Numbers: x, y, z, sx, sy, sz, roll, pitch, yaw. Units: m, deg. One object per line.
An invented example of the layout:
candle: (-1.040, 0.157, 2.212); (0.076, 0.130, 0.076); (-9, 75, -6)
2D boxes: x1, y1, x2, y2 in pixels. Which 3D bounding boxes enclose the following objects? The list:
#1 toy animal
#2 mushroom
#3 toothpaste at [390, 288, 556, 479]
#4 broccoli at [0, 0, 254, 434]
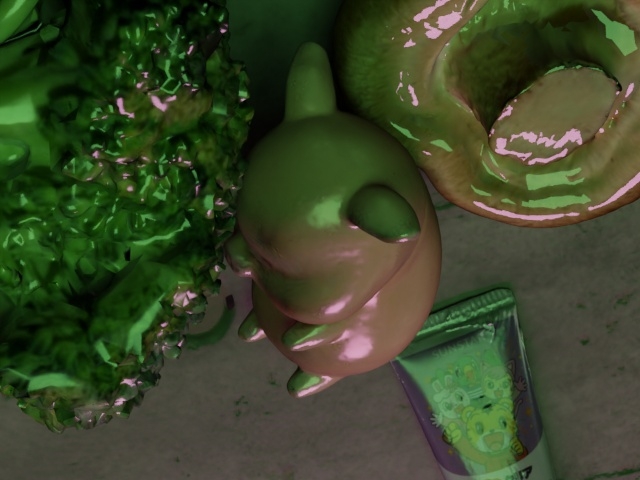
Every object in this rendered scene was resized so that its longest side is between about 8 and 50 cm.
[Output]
toy animal: (0.011, 0.003, 1.195); (0.154, 0.166, 0.250); (-40, 156, -18)
mushroom: (0.150, -0.124, 1.203); (0.278, 0.146, 0.278); (2, 128, 2)
toothpaste: (0.148, 0.191, 1.377); (0.114, 0.073, 0.299); (-20, 106, -1)
broccoli: (-0.181, -0.080, 1.102); (0.317, 0.277, 0.338); (37, 95, -27)
